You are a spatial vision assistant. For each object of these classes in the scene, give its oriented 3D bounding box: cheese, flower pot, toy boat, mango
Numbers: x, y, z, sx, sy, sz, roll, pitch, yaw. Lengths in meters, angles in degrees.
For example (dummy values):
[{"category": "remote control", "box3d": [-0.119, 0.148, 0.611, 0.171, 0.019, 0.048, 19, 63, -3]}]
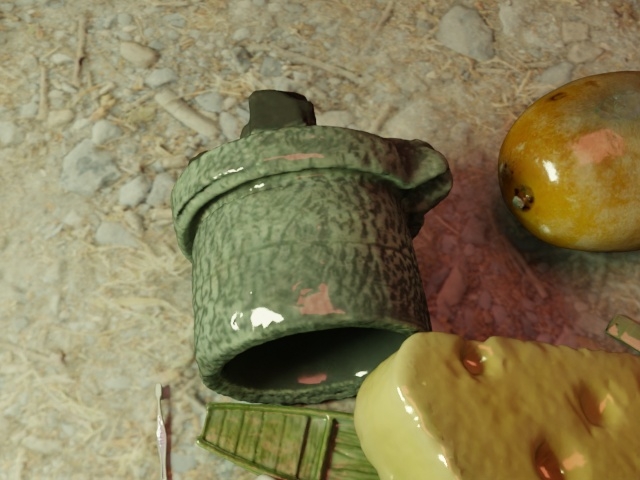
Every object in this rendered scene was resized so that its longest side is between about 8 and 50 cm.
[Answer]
[{"category": "cheese", "box3d": [0.251, 0.229, 0.887, 0.383, 0.104, 0.384, 13, 55, -20]}, {"category": "flower pot", "box3d": [0.000, 0.000, 0.960, 0.299, 0.299, 0.283, -6, 62, -8]}, {"category": "toy boat", "box3d": [0.020, 0.222, 0.946, 0.292, 0.055, 0.093, 9, 57, 6]}, {"category": "mango", "box3d": [0.384, -0.104, 1.099, 0.383, 0.199, 0.221, -21, 60, -18]}]

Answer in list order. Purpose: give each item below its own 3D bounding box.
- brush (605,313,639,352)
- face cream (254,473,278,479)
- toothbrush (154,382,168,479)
[{"category": "brush", "box3d": [0.415, 0.139, 1.050, 0.178, 0.030, 0.033, 32, 71, 15]}, {"category": "face cream", "box3d": [-0.058, 0.284, 0.888, 0.091, 0.091, 0.095, 36, 70, 17]}, {"category": "toothbrush", "box3d": [-0.169, 0.213, 0.970, 0.011, 0.013, 0.131, -10, 60, 2]}]
